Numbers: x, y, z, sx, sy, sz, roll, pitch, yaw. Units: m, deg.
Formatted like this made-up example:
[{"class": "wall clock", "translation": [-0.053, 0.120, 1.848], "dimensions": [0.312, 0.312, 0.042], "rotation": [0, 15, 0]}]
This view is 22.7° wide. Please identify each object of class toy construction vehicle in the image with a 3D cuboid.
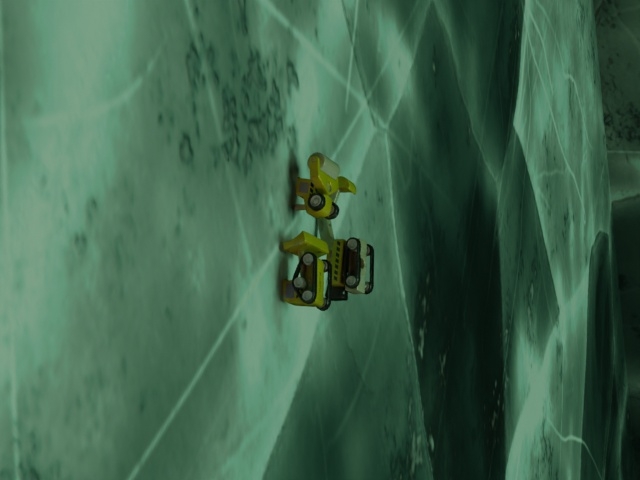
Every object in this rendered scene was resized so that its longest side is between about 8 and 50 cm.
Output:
[{"class": "toy construction vehicle", "translation": [0.000, 0.000, 1.004], "dimensions": [0.086, 0.035, 0.098], "rotation": [24, 64, -60]}]
